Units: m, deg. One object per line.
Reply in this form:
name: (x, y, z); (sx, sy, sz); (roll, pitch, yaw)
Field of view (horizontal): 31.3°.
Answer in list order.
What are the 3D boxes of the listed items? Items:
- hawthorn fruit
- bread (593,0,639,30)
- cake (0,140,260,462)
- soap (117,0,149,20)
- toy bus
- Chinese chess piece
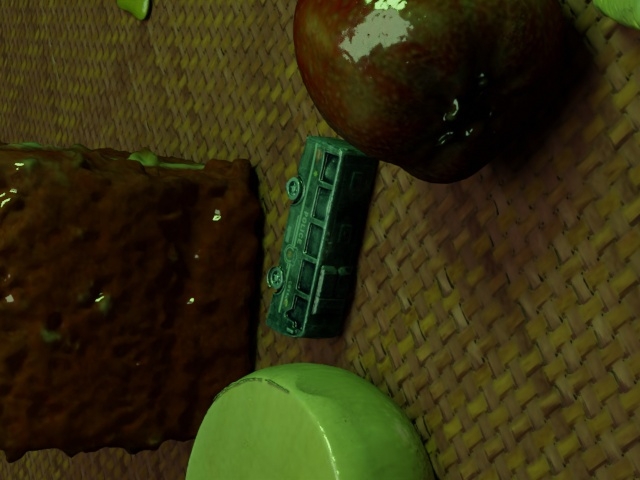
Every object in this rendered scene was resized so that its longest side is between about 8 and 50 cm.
hawthorn fruit: (0.065, -0.137, 0.745); (0.169, 0.169, 0.188); (-59, 38, 35)
bread: (0.238, -0.221, 0.601); (0.178, 0.135, 0.240); (-80, 3, -75)
cake: (-0.247, 0.040, 1.093); (0.319, 0.269, 0.270); (8, 94, 56)
soap: (-0.216, -0.276, 1.312); (0.089, 0.012, 0.034); (36, 117, 53)
toy bus: (0.000, 0.000, 0.925); (0.065, 0.047, 0.166); (26, 108, 51)
Chinese chess piece: (-0.011, 0.219, 0.874); (0.251, 0.097, 0.251); (-7, 81, 56)
